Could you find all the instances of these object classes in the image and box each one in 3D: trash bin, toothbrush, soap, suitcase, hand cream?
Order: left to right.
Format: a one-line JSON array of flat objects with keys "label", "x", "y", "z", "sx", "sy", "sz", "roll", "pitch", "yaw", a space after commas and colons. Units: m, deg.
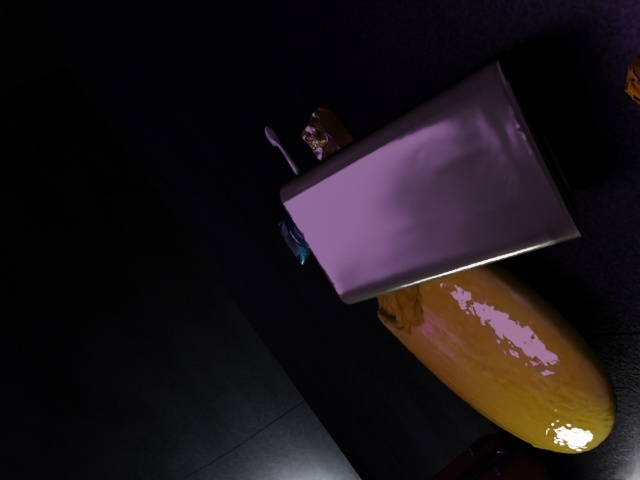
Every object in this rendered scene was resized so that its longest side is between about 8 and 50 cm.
[{"label": "hand cream", "x": -0.054, "y": -0.010, "z": 1.162, "sx": 0.120, "sy": 0.061, "sz": 0.270, "roll": 56, "pitch": 164, "yaw": 2}, {"label": "toothbrush", "x": -0.033, "y": -0.120, "z": 0.997, "sx": 0.257, "sy": 0.018, "sz": 0.024, "roll": 53, "pitch": 162, "yaw": 6}, {"label": "trash bin", "x": 0.104, "y": -0.047, "z": 0.505, "sx": 0.241, "sy": 0.122, "sz": 0.164, "roll": -26, "pitch": 102, "yaw": 31}, {"label": "soap", "x": 0.201, "y": 0.123, "z": 0.721, "sx": 0.427, "sy": 0.115, "sz": 0.306, "roll": 40, "pitch": 151, "yaw": 34}, {"label": "suitcase", "x": 0.280, "y": 0.507, "z": 0.869, "sx": 0.236, "sy": 0.297, "sz": 0.161, "roll": 59, "pitch": 167, "yaw": -6}]

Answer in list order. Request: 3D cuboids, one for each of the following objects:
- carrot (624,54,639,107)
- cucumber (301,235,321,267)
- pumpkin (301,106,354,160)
[{"label": "carrot", "x": 0.302, "y": -0.069, "z": 0.295, "sx": 0.229, "sy": 0.069, "sz": 0.068, "roll": 39, "pitch": 153, "yaw": 35}, {"label": "cucumber", "x": -0.001, "y": 0.001, "z": 1.004, "sx": 0.062, "sy": 0.078, "sz": 0.211, "roll": -37, "pitch": 91, "yaw": 41}, {"label": "pumpkin", "x": 0.007, "y": -0.161, "z": 0.803, "sx": 0.083, "sy": 0.054, "sz": 0.074, "roll": 57, "pitch": 155, "yaw": 9}]
